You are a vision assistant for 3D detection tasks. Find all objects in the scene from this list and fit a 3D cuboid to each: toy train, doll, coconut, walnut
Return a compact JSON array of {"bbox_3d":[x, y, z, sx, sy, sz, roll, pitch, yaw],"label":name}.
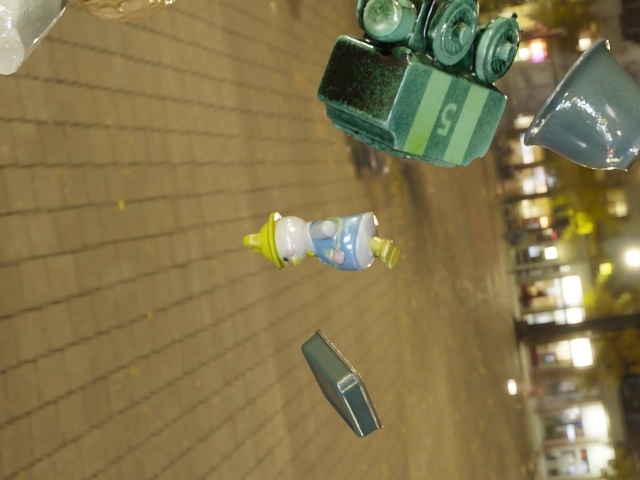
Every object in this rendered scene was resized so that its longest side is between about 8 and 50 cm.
[{"bbox_3d":[0.134,-0.225,1.646,0.299,0.167,0.238,10,104,-53],"label":"toy train"},{"bbox_3d":[0.000,0.001,1.957,0.135,0.241,0.099,-50,137,-67],"label":"doll"},{"bbox_3d":[-0.499,-0.374,1.871,0.245,0.247,0.245,-170,-90,-83],"label":"coconut"},{"bbox_3d":[-0.299,-0.423,1.944,0.165,0.197,0.165,31,51,-48],"label":"walnut"}]

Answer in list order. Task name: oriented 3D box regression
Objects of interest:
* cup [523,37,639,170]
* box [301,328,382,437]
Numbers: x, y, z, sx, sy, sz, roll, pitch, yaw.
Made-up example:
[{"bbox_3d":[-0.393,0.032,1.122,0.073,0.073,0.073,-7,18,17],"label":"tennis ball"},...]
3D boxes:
[{"bbox_3d":[0.422,-0.179,1.873,0.150,0.199,0.199,39,2,12],"label":"cup"},{"bbox_3d":[0.022,0.160,1.377,0.091,0.031,0.126,47,-13,36],"label":"box"}]
